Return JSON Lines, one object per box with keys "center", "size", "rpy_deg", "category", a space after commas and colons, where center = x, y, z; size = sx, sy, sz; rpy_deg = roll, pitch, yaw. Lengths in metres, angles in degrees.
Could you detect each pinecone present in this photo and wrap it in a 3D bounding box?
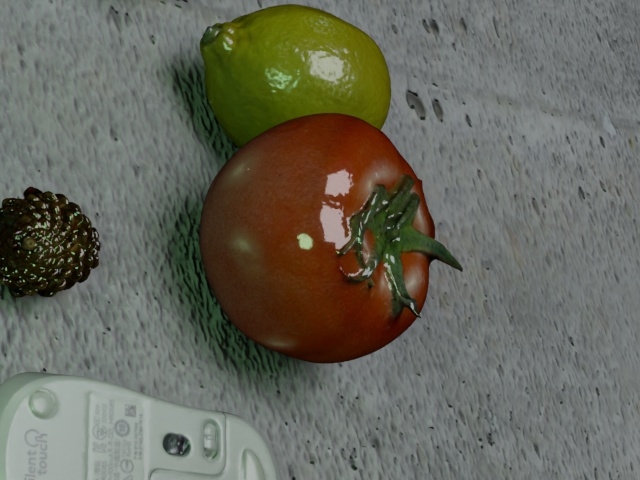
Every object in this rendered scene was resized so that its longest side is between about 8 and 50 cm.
{"center": [-0.246, 0.008, 1.508], "size": [0.109, 0.102, 0.102], "rpy_deg": [32, 43, -51], "category": "pinecone"}

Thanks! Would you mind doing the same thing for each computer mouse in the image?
{"center": [-0.172, 0.213, 1.435], "size": [0.297, 0.121, 0.184], "rpy_deg": [9, 68, -33], "category": "computer mouse"}

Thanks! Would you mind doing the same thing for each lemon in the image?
{"center": [-0.029, -0.167, 1.834], "size": [0.248, 0.184, 0.184], "rpy_deg": [18, 52, -32], "category": "lemon"}

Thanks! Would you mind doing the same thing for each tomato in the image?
{"center": [0.000, 0.000, 1.703], "size": [0.256, 0.225, 0.255], "rpy_deg": [11, 76, -50], "category": "tomato"}
